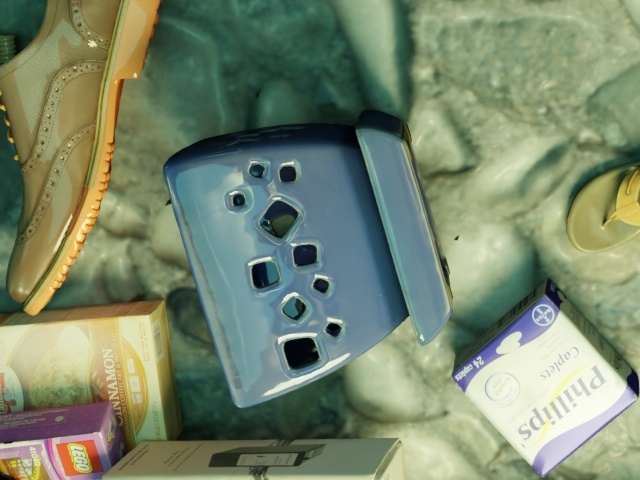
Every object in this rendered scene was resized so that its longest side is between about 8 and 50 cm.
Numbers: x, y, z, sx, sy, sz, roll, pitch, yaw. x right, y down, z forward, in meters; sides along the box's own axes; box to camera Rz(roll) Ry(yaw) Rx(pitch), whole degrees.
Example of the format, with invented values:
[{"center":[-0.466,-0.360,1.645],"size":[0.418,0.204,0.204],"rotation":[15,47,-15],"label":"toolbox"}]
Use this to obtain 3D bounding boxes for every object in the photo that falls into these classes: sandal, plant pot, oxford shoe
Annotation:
[{"center":[0.315,-0.043,1.540],"size":[0.180,0.049,0.072],"rotation":[-22,97,12],"label":"sandal"},{"center":[0.000,0.000,1.508],"size":[0.212,0.236,0.236],"rotation":[-15,98,6],"label":"plant pot"},{"center":[-0.257,-0.111,1.566],"size":[0.133,0.130,0.363],"rotation":[16,93,-11],"label":"oxford shoe"}]

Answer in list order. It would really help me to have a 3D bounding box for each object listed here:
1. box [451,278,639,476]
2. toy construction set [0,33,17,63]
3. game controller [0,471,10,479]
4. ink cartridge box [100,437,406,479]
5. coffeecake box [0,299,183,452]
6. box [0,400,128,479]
[{"center":[0.218,0.132,1.578],"size":[0.126,0.072,0.137],"rotation":[-43,93,14],"label":"box"},{"center":[-0.450,-0.056,1.541],"size":[0.258,0.309,0.237],"rotation":[3,106,16],"label":"toy construction set"},{"center":[-0.329,0.305,1.581],"size":[0.166,0.067,0.319],"rotation":[-38,110,24],"label":"game controller"},{"center":[-0.053,0.298,1.547],"size":[0.273,0.115,0.198],"rotation":[-3,102,17],"label":"ink cartridge box"},{"center":[-0.244,0.142,1.652],"size":[0.186,0.068,0.142],"rotation":[-5,101,10],"label":"coffeecake box"},{"center":[-0.273,0.304,1.648],"size":[0.201,0.057,0.293],"rotation":[-7,119,10],"label":"box"}]
